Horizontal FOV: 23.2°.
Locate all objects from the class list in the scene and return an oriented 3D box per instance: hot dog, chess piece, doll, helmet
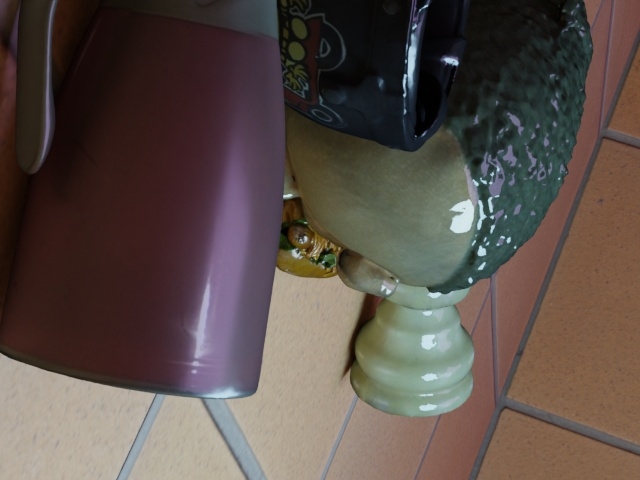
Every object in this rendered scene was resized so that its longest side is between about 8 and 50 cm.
[{"bbox_3d":[0.000,0.000,1.379,0.188,0.055,0.072,6,101,-74],"label":"hot dog"},{"bbox_3d":[0.110,0.052,1.715,0.144,0.144,0.251,-50,149,-55],"label":"chess piece"},{"bbox_3d":[0.100,-0.109,1.298,0.349,0.247,0.247,-51,156,-40],"label":"doll"},{"bbox_3d":[0.024,-0.196,1.027,0.230,0.160,0.279,87,13,-51],"label":"helmet"}]

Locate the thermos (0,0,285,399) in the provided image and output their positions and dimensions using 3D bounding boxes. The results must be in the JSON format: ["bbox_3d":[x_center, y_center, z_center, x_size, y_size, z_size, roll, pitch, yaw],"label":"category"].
[{"bbox_3d":[-0.092,-0.058,0.844,0.176,0.146,0.265,6,95,-49],"label":"thermos"}]
